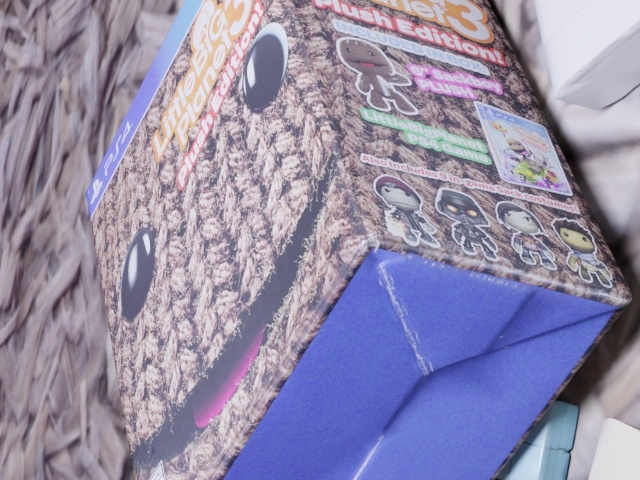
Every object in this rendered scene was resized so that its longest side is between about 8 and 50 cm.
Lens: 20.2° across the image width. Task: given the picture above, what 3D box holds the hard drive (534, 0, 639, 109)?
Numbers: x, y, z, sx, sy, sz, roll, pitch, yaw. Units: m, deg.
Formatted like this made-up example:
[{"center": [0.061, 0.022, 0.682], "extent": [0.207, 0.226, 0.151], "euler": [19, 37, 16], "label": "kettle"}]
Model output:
[{"center": [0.159, -0.245, 0.864], "extent": [0.203, 0.040, 0.307], "euler": [-41, 48, 47], "label": "hard drive"}]

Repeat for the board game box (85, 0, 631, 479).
[{"center": [0.000, 0.000, 0.930], "extent": [0.232, 0.141, 0.291], "euler": [-59, 31, 32], "label": "board game box"}]

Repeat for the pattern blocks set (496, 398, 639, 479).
[{"center": [0.156, 0.166, 0.747], "extent": [0.325, 0.026, 0.285], "euler": [-8, 73, 59], "label": "pattern blocks set"}]
